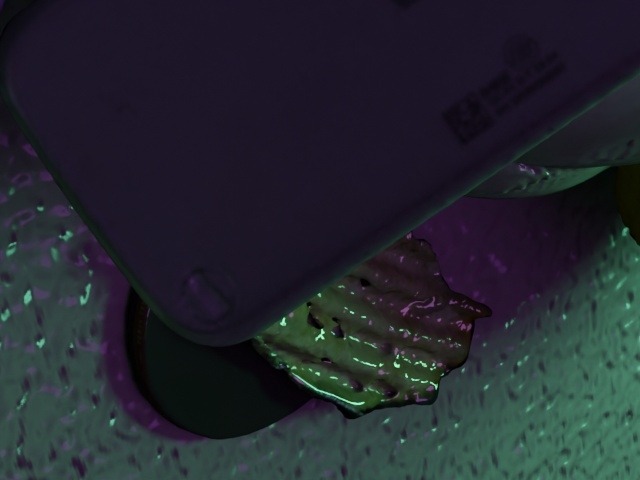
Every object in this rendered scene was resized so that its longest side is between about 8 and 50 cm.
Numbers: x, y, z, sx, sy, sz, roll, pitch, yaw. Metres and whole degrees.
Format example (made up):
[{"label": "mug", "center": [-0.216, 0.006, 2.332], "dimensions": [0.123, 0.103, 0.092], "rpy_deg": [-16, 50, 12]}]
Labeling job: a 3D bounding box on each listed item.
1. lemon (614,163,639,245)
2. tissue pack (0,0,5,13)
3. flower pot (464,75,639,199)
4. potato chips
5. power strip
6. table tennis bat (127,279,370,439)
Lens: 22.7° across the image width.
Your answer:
[{"label": "lemon", "center": [0.273, -0.083, 0.774], "dimensions": [0.293, 0.293, 0.293], "rpy_deg": [-16, 115, -37]}, {"label": "tissue pack", "center": [-0.259, -0.135, 0.389], "dimensions": [0.394, 0.124, 0.288], "rpy_deg": [22, 89, -44]}, {"label": "flower pot", "center": [0.074, -0.136, 0.608], "dimensions": [0.246, 0.195, 0.246], "rpy_deg": [9, 90, -70]}, {"label": "potato chips", "center": [0.005, 0.024, 0.721], "dimensions": [0.207, 0.028, 0.092], "rpy_deg": [34, 83, -46]}, {"label": "power strip", "center": [0.015, -0.110, 0.471], "dimensions": [0.265, 0.059, 0.193], "rpy_deg": [-34, 94, 17]}, {"label": "table tennis bat", "center": [0.000, 0.000, 0.740], "dimensions": [0.220, 0.019, 0.130], "rpy_deg": [-44, 130, -20]}]
